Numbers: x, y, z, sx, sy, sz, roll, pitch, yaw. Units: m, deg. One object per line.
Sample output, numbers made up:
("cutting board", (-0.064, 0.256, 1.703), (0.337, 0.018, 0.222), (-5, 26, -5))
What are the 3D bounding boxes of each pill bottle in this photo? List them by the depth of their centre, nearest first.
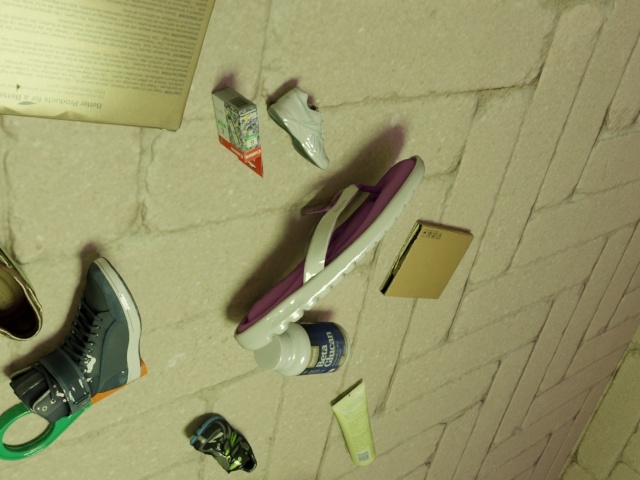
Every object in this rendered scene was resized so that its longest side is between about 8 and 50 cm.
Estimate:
("pill bottle", (-0.033, 0.190, 1.248), (0.169, 0.094, 0.094), (6, 116, -48))

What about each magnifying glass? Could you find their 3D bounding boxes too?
("magnifying glass", (-0.357, 0.236, 1.018), (0.231, 0.026, 0.092), (-27, 137, -26))

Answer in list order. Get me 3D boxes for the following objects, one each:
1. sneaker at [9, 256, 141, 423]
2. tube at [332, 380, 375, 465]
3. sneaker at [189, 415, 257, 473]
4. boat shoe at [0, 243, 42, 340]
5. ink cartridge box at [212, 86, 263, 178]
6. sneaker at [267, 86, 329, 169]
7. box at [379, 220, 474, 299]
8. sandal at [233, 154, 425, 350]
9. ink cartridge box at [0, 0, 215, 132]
("sneaker", (-0.320, 0.138, 0.917), (0.163, 0.086, 0.226), (-25, 137, -34))
("tube", (0.080, 0.416, 1.594), (0.070, 0.062, 0.240), (-78, 161, -46))
("sneaker", (-0.167, 0.374, 1.279), (0.067, 0.078, 0.188), (-46, 142, -6))
("boat shoe", (-0.379, 0.024, 0.753), (0.095, 0.095, 0.257), (-43, 142, -10))
("ink cartridge box", (-0.106, -0.135, 0.925), (0.029, 0.063, 0.115), (-29, 138, -27))
("sneaker", (-0.015, -0.156, 1.010), (0.061, 0.054, 0.152), (-48, 142, -8))
("box", (0.220, 0.046, 1.447), (0.201, 0.021, 0.164), (8, 115, -49))
("sandal", (0.004, 0.001, 1.114), (0.102, 0.169, 0.416), (44, 85, -13))
("ink cartridge box", (-0.232, -0.217, 0.687), (0.235, 0.088, 0.193), (-1, 127, -41))
